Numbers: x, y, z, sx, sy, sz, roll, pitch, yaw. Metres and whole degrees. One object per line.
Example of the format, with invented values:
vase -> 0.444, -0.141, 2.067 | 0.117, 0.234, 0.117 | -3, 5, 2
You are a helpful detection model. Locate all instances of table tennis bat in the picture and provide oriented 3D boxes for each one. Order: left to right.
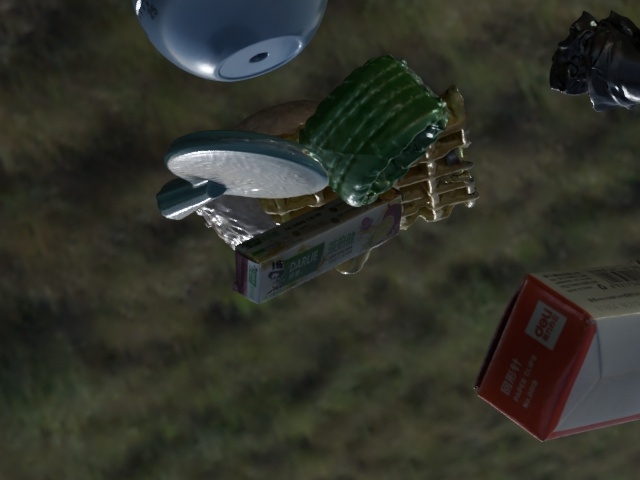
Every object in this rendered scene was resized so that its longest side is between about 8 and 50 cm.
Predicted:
table tennis bat -> -0.074, -0.050, 1.374 | 0.124, 0.033, 0.201 | 16, 161, -27

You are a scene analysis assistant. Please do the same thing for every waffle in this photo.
waffle -> 0.072, -0.077, 1.893 | 0.309, 0.065, 0.283 | 4, 150, -41

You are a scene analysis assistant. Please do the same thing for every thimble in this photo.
thimble -> 0.048, -0.099, 1.593 | 0.130, 0.090, 0.118 | -44, 170, 8

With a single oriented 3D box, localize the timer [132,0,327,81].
timer -> -0.087, -0.251, 1.394 | 0.175, 0.255, 0.175 | -19, -169, 4

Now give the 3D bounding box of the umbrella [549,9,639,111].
umbrella -> 0.389, -0.166, 1.960 | 0.122, 0.272, 0.110 | -60, 163, 2

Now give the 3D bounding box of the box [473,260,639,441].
box -> 0.243, 0.095, 1.612 | 0.182, 0.099, 0.133 | -6, 124, -46

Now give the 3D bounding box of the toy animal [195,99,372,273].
toy animal -> -0.011, -0.063, 2.118 | 0.358, 0.188, 0.226 | -5, 142, -27

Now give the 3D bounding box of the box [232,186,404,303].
box -> 0.000, 0.000, 1.760 | 0.207, 0.041, 0.050 | -25, 133, -38
